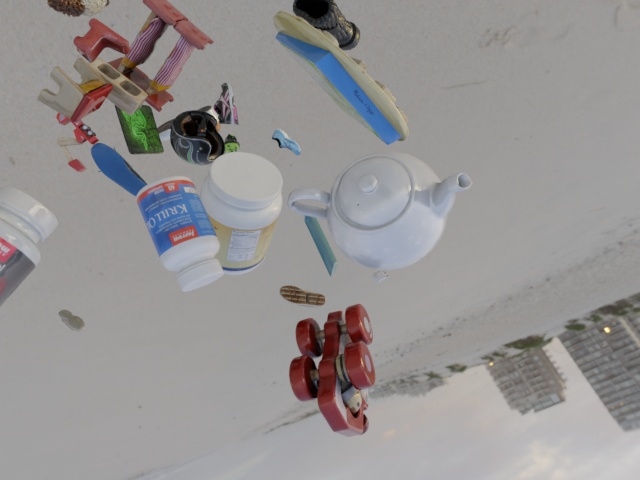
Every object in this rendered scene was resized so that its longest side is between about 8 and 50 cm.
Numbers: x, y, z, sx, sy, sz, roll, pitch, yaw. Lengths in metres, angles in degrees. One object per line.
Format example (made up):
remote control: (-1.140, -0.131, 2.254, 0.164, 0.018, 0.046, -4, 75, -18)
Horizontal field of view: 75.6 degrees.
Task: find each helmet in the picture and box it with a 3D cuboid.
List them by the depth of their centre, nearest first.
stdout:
helmet: (-0.403, -0.327, 1.356, 0.170, 0.169, 0.161, -22, 158, -17)

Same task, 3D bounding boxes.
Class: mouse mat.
mouse mat: (-0.668, -0.413, 1.529, 0.007, 0.189, 0.153, -13, -175, 34)

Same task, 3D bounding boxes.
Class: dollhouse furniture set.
dollhouse furniture set: (-0.384, -0.372, 0.877, 0.152, 0.374, 0.201, 37, 117, -21)

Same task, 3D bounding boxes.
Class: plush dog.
plush dog: (-0.698, -0.737, 1.142, 0.211, 0.225, 0.262, -22, -151, 33)

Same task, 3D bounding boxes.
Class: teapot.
teapot: (0.106, -0.071, 0.777, 0.256, 0.252, 0.187, -45, 151, 6)

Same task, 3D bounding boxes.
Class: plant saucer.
plant saucer: (0.000, 0.000, 1.087, 0.018, 0.192, 0.067, -16, 150, -16)

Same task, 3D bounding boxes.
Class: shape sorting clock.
shape sorting clock: (0.027, -0.192, 0.492, 0.040, 0.206, 0.206, -46, 158, 11)

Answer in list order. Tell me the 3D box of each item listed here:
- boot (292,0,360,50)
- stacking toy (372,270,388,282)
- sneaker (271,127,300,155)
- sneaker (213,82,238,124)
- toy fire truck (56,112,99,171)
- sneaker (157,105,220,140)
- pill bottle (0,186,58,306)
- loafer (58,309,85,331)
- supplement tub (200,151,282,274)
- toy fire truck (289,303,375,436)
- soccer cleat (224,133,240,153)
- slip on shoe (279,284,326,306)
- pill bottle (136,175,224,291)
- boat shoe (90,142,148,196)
boot: (-0.046, -0.813, 1.558, 0.348, 0.131, 0.260, 6, -174, 30)
stacking toy: (0.181, 0.021, 1.463, 0.052, 0.221, 0.166, -19, 142, -39)
sneaker: (-0.168, -0.460, 1.981, 0.073, 0.162, 0.063, -56, -166, -20)
sneaker: (-0.339, -0.482, 1.449, 0.077, 0.178, 0.072, -9, 152, -11)
toy fire truck: (-0.850, -0.347, 1.420, 0.135, 0.192, 0.047, -41, -165, -10)
sneaker: (-0.544, -0.438, 1.678, 0.290, 0.105, 0.123, -16, 131, 10)
pill bottle: (-0.693, 0.049, 0.822, 0.176, 0.176, 0.318, 119, -4, -58)
loafer: (-0.883, 0.292, 1.469, 0.045, 0.125, 0.039, -35, 147, -50)
supplement tub: (-0.239, -0.074, 1.198, 0.228, 0.228, 0.316, -15, 147, -32)
toy fire truck: (0.060, 0.316, 0.974, 0.170, 0.253, 0.302, -20, -153, 16)
soccer cleat: (-0.338, -0.368, 1.550, 0.060, 0.072, 0.179, 12, 180, -21)
slip on shoe: (-0.053, 0.158, 1.152, 0.136, 0.051, 0.041, 12, 160, -17)
pill bottle: (-0.287, -0.012, 0.864, 0.124, 0.221, 0.124, -26, 171, -5)
boat shoe: (-0.763, -0.256, 1.564, 0.109, 0.089, 0.258, -38, 122, -11)
